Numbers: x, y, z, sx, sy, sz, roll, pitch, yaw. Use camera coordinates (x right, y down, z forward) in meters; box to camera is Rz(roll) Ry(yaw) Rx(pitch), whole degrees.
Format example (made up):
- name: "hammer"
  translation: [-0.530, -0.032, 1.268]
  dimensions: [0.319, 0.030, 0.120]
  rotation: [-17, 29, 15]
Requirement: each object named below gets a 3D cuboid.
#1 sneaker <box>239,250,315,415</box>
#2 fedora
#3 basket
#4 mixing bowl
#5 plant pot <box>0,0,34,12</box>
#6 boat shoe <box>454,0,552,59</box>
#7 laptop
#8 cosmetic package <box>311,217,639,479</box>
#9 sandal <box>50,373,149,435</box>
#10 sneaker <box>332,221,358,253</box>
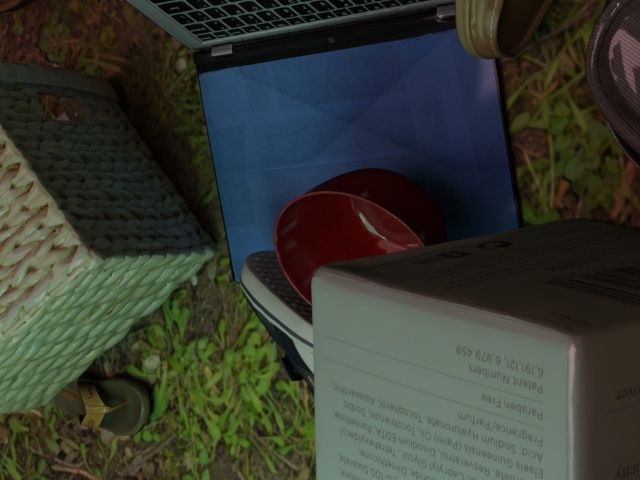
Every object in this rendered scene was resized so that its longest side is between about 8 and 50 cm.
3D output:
- name: "sneaker"
  translation: [0.030, 0.139, 1.734]
  dimensions: [0.321, 0.126, 0.127]
  rotation: [36, 120, 24]
- name: "fedora"
  translation: [0.334, -0.134, 1.449]
  dimensions: [0.275, 0.124, 0.244]
  rotation: [50, 125, 18]
- name: "basket"
  translation: [-0.349, 0.009, 1.833]
  dimensions: [0.331, 0.328, 0.266]
  rotation: [-40, 77, 17]
- name: "mixing bowl"
  translation: [0.055, -0.004, 1.653]
  dimensions: [0.181, 0.098, 0.181]
  rotation: [18, 136, 18]
- name: "plant pot"
  translation: [-0.353, -0.381, 1.930]
  dimensions: [0.237, 0.109, 0.237]
  rotation: [8, 103, 36]
- name: "boat shoe"
  translation: [0.221, -0.306, 1.501]
  dimensions: [0.110, 0.121, 0.341]
  rotation: [33, 117, 28]
- name: "laptop"
  translation: [-0.039, -0.149, 1.669]
  dimensions: [0.382, 0.408, 0.236]
  rotation: [-5, 63, 37]
- name: "cosmetic package"
  translation: [0.215, 0.212, 1.441]
  dimensions: [0.327, 0.329, 0.394]
  rotation: [13, 108, 51]
- name: "sandal"
  translation: [-0.278, 0.195, 2.033]
  dimensions: [0.180, 0.049, 0.072]
  rotation: [11, 106, 35]
- name: "sneaker"
  translation: [0.000, 0.000, 1.750]
  dimensions: [0.083, 0.032, 0.037]
  rotation: [-22, 108, 34]
